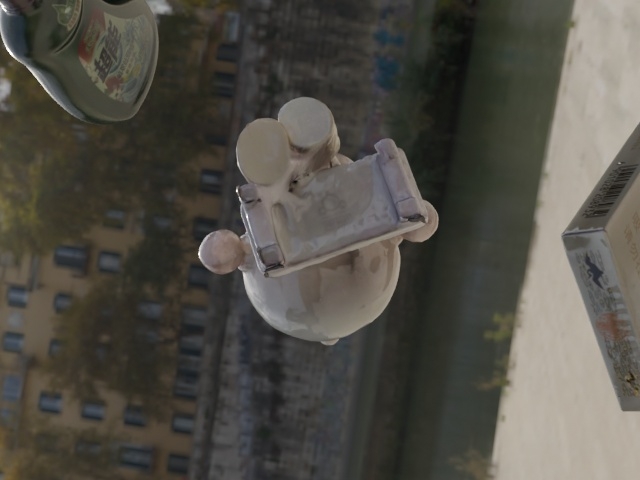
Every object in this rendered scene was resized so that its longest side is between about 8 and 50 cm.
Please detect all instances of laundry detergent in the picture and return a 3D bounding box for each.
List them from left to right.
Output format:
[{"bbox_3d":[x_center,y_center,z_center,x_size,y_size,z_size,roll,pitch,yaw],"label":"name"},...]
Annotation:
[{"bbox_3d":[-0.224,-0.200,1.004,0.221,0.078,0.144,45,-125,-63],"label":"laundry detergent"}]

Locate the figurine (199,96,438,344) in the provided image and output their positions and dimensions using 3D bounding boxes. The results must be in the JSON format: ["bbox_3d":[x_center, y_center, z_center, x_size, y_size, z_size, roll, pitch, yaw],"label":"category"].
[{"bbox_3d":[0.009,0.006,0.929,0.182,0.144,0.256,-36,-21,-10],"label":"figurine"}]

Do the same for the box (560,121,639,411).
[{"bbox_3d":[0.359,-0.013,1.172,0.365,0.051,0.204,-46,-60,-45],"label":"box"}]
